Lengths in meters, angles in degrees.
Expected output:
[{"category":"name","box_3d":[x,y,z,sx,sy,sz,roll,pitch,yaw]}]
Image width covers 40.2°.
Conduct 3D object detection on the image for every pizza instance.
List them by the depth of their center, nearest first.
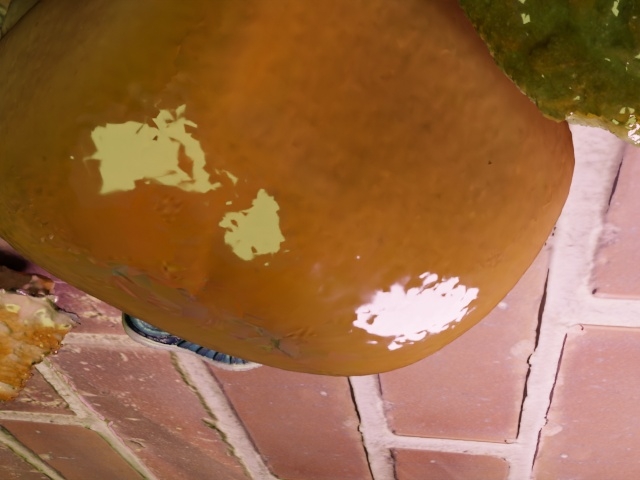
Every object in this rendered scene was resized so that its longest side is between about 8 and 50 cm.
[{"category":"pizza","box_3d":[-0.543,0.090,1.145,0.391,0.080,0.435,22,145,-21]}]

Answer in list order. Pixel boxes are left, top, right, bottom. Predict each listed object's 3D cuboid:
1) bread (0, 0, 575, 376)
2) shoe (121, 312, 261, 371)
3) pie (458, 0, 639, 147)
[{"category":"bread","box_3d":[-0.048,-0.055,0.622,0.348,0.253,0.376,-17,139,41]},{"category":"shoe","box_3d":[-0.140,0.090,1.029,0.207,0.092,0.106,11,154,2]},{"category":"pie","box_3d":[0.165,-0.168,0.424,0.277,0.078,0.277,27,131,36]}]
